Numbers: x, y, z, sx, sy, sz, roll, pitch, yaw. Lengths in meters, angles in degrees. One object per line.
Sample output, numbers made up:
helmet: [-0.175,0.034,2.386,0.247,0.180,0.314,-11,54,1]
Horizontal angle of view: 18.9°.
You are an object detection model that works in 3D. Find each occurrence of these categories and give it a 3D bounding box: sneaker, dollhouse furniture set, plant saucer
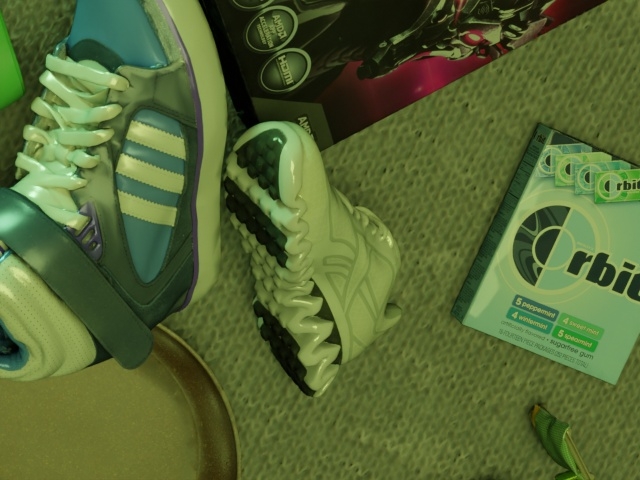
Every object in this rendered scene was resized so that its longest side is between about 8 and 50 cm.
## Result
sneaker: [0.000,0.000,1.538,0.118,0.110,0.292,-29,144,-14]
dollhouse furniture set: [0.211,0.223,1.694,0.058,0.076,0.151,-30,109,-5]
plant saucer: [-0.222,0.191,1.601,0.310,0.050,0.310,-3,103,-13]
sneaker: [-0.195,-0.046,1.430,0.236,0.130,0.323,-27,127,-36]

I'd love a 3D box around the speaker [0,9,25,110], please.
speaker: [-0.380,-0.116,1.450,0.296,0.131,0.131,-18,106,-8]

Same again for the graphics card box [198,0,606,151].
graphics card box: [0.082,-0.231,1.489,0.371,0.094,0.233,-27,141,-7]

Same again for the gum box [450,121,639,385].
gum box: [0.222,0.012,1.664,0.157,0.041,0.184,22,98,-17]
